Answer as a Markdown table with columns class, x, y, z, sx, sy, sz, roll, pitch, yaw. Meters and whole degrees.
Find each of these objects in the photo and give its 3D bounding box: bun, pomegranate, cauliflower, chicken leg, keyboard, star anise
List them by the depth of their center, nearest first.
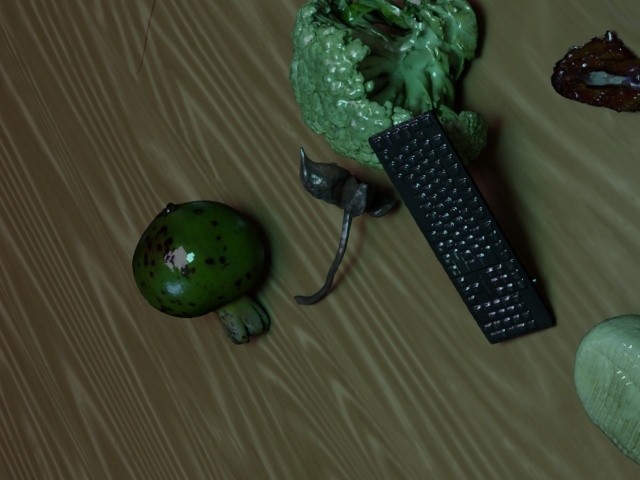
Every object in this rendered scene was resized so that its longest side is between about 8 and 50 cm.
| class | x | y | z | sx | sy | sz | roll | pitch | yaw |
| --- | --- | --- | --- | --- | --- | --- | --- | --- | --- |
| bun | 0.364 | 0.165 | 1.227 | 0.188 | 0.111 | 0.164 | 44 | 138 | 42 |
| chicken leg | 0.350 | -0.191 | 1.278 | 0.205 | 0.053 | 0.093 | 16 | 88 | 40 |
| keyboard | 0.172 | -0.011 | 1.355 | 0.101 | 0.018 | 0.310 | -22 | 109 | 32 |
| cauliflower | 0.092 | -0.218 | 1.454 | 0.250 | 0.275 | 0.272 | -44 | 21 | -4 |
| star anise | 0.000 | 0.000 | 1.577 | 0.218 | 0.148 | 0.227 | -105 | 36 | -81 |
| pomegranate | -0.170 | 0.050 | 1.728 | 0.202 | 0.202 | 0.248 | -18 | 106 | 44 |
